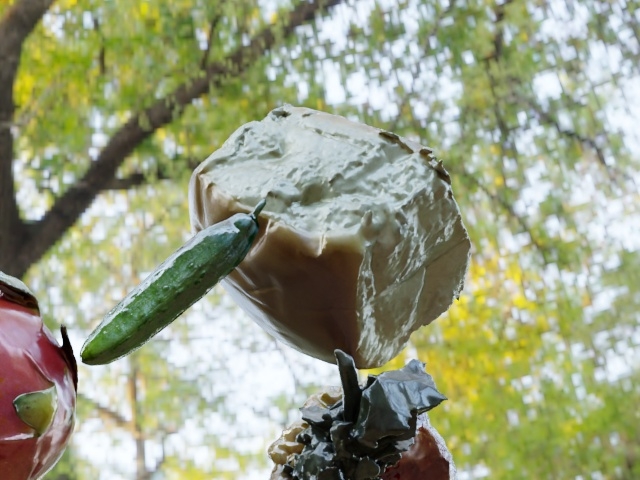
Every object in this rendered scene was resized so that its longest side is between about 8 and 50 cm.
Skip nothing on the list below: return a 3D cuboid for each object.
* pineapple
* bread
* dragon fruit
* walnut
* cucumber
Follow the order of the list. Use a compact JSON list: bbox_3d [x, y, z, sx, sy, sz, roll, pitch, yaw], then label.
[{"bbox_3d":[0.012,0.194,1.175,0.128,0.128,0.248,13,-58,-21],"label":"pineapple"},{"bbox_3d":[0.000,0.000,1.676,0.279,0.225,0.250,25,-29,30],"label":"bread"},{"bbox_3d":[-0.325,0.136,1.348,0.224,0.224,0.227,-2,-35,-7],"label":"dragon fruit"},{"bbox_3d":[0.047,0.325,2.085,0.269,0.222,0.244,-33,-87,0],"label":"walnut"},{"bbox_3d":[-0.141,0.045,1.498,0.250,0.056,0.056,-40,-43,-15],"label":"cucumber"}]
